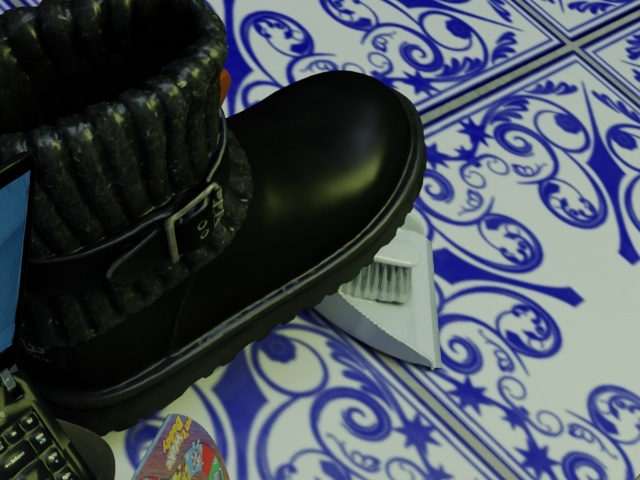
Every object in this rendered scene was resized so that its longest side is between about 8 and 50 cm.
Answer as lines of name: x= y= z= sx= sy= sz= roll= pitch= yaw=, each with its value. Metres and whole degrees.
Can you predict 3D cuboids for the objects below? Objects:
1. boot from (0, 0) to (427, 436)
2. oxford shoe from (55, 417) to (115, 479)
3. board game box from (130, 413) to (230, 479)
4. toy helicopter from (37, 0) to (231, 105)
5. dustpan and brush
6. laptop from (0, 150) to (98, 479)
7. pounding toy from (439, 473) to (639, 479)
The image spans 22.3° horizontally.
boot: x=-0.066 y=-0.062 z=0.969 sx=0.131 sy=0.260 sz=0.348 roll=28 pitch=55 yaw=30
oxford shoe: x=-0.213 y=0.128 z=0.908 sx=0.212 sy=0.076 sz=0.076 roll=6 pitch=3 yaw=-41
board game box: x=-0.069 y=0.178 z=0.889 sx=0.033 sy=0.133 sz=0.169 roll=-3 pitch=33 yaw=22
toy helicopter: x=-0.171 y=-0.126 z=1.065 sx=0.140 sy=0.235 sz=0.355 roll=37 pitch=40 yaw=8
dustpan and brush: x=0.000 y=0.000 z=1.169 sx=0.211 sy=0.060 sz=0.147 roll=16 pitch=41 yaw=-15
laptop: x=-0.174 y=0.135 z=0.777 sx=0.234 sy=0.136 sz=0.264 roll=-39 pitch=100 yaw=-43
pounding toy: x=0.132 y=0.207 z=0.995 sx=0.141 sy=0.100 sz=0.130 roll=15 pitch=42 yaw=-17
